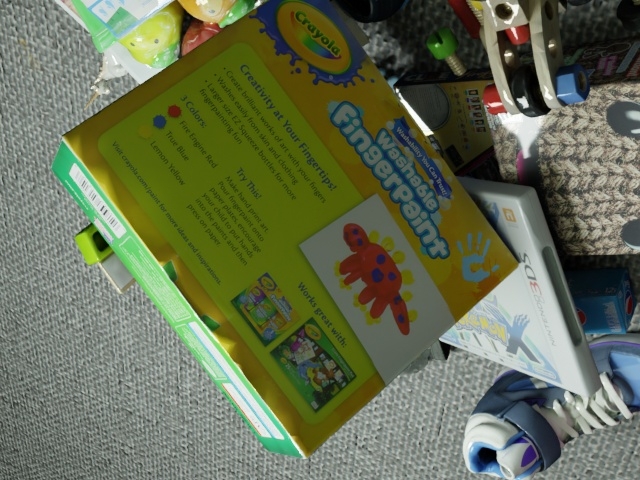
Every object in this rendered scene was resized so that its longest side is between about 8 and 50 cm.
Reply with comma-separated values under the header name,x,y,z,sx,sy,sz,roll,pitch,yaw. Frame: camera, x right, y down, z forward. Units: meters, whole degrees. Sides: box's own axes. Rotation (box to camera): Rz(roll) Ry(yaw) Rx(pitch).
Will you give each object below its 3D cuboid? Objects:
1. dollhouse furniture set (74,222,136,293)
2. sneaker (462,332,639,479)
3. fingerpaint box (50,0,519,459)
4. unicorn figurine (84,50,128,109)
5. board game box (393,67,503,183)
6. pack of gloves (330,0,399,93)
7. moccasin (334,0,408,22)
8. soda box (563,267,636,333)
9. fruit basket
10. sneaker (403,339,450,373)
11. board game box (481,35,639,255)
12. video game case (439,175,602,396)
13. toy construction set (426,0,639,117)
name,x,y,z,sx,sy,sz,roll,pitch,yaw
dollhouse furniture set,-0.225,-0.026,1.583,0.301,0.197,0.151,-19,109,41
sneaker,0.356,0.265,1.404,0.322,0.236,0.130,-18,112,40
fingerpaint box,-0.039,-0.029,1.180,0.445,0.371,0.163,53,159,-6
unicorn figurine,-0.328,-0.294,1.554,0.111,0.060,0.162,7,110,29
board game box,0.208,-0.118,1.347,0.165,0.042,0.243,2,124,32
pack of gloves,-0.013,-0.201,1.356,0.232,0.046,0.195,-27,127,29
moccasin,-0.013,-0.420,1.209,0.342,0.117,0.138,44,134,-3
soda box,0.341,0.090,1.398,0.210,0.071,0.067,-4,121,34
fruit basket,-0.173,-0.302,1.366,0.327,0.165,0.353,-24,117,33
sneaker,0.158,0.147,1.572,0.089,0.051,0.170,1,125,28
board game box,0.377,-0.114,1.174,0.291,0.141,0.232,-3,121,34
video game case,0.219,0.047,1.330,0.329,0.036,0.300,17,135,60
toy construction set,0.200,-0.301,1.070,0.237,0.257,0.309,48,166,-29
